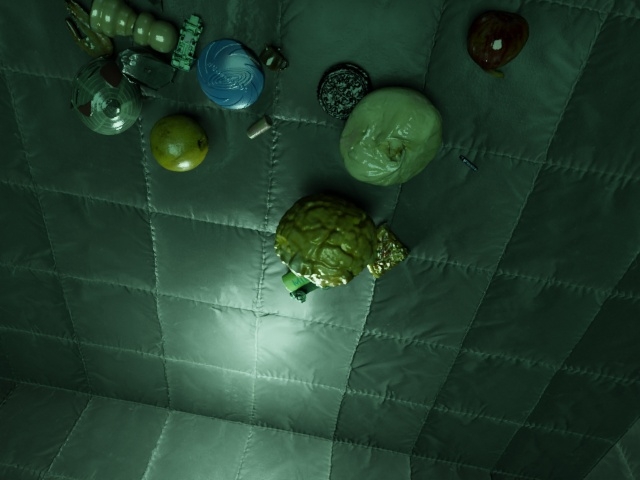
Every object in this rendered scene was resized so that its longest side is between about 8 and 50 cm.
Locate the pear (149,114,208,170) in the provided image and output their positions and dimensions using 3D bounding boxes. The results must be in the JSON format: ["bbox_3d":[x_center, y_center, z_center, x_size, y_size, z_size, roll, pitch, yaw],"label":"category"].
[{"bbox_3d":[-0.509,-0.357,1.740,0.209,0.209,0.208,4,126,6],"label":"pear"}]

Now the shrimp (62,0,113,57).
[{"bbox_3d":[-0.809,-0.723,1.622,0.133,0.053,0.236,-10,130,40],"label":"shrimp"}]

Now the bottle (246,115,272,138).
[{"bbox_3d":[-0.226,-0.414,1.748,0.096,0.045,0.045,-28,117,28],"label":"bottle"}]

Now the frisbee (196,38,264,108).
[{"bbox_3d":[-0.316,-0.569,1.651,0.242,0.045,0.242,4,127,5],"label":"frisbee"}]

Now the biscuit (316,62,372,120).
[{"bbox_3d":[0.082,-0.507,1.625,0.195,0.053,0.194,4,126,6],"label":"biscuit"}]

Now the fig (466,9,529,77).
[{"bbox_3d":[0.523,-0.583,1.448,0.175,0.175,0.207,13,146,-1],"label":"fig"}]

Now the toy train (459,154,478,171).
[{"bbox_3d":[0.541,-0.281,1.740,0.083,0.017,0.017,35,122,-15],"label":"toy train"}]

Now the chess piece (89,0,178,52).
[{"bbox_3d":[-0.598,-0.695,1.550,0.261,0.142,0.142,21,126,-12],"label":"chess piece"}]

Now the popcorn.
[{"bbox_3d":[0.018,-0.007,1.821,0.390,0.344,0.354,-24,103,10],"label":"popcorn"}]

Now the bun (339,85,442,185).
[{"bbox_3d":[0.242,-0.328,1.614,0.361,0.213,0.361,-2,133,-2],"label":"bun"}]

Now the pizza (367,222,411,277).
[{"bbox_3d":[0.281,0.055,1.999,0.197,0.058,0.292,9,126,1],"label":"pizza"}]

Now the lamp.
[{"bbox_3d":[-0.734,-0.497,1.646,0.233,0.233,0.265,29,104,-12],"label":"lamp"}]

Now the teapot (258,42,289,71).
[{"bbox_3d":[-0.150,-0.608,1.581,0.121,0.076,0.068,24,121,-43],"label":"teapot"}]

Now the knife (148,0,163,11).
[{"bbox_3d":[-0.589,-0.831,1.519,0.060,0.028,0.230,-23,123,37],"label":"knife"}]

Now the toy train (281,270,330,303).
[{"bbox_3d":[-0.056,0.166,2.114,0.253,0.105,0.157,-30,103,25],"label":"toy train"}]

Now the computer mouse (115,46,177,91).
[{"bbox_3d":[-0.586,-0.590,1.610,0.126,0.231,0.071,-39,69,24],"label":"computer mouse"}]

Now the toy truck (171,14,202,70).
[{"bbox_3d":[-0.441,-0.661,1.596,0.067,0.081,0.175,20,107,-7],"label":"toy truck"}]
